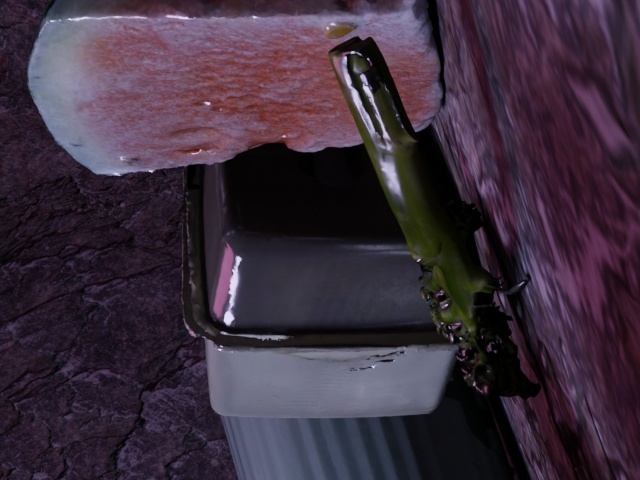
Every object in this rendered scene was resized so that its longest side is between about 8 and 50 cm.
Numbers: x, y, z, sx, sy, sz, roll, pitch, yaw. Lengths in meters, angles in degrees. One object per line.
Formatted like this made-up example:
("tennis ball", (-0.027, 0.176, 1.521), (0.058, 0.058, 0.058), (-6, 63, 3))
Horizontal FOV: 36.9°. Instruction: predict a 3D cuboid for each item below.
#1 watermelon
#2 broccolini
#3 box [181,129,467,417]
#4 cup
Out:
("watermelon", (-0.030, -0.119, 0.557), (0.201, 0.262, 0.213), (44, 173, 15))
("broccolini", (0.053, -0.020, 0.463), (0.123, 0.062, 0.271), (56, 179, 36))
("box", (0.000, 0.000, 0.765), (0.290, 0.221, 0.166), (-102, 15, -54))
("cup", (0.090, 0.231, 1.071), (0.392, 0.401, 0.310), (-108, 31, -49))
